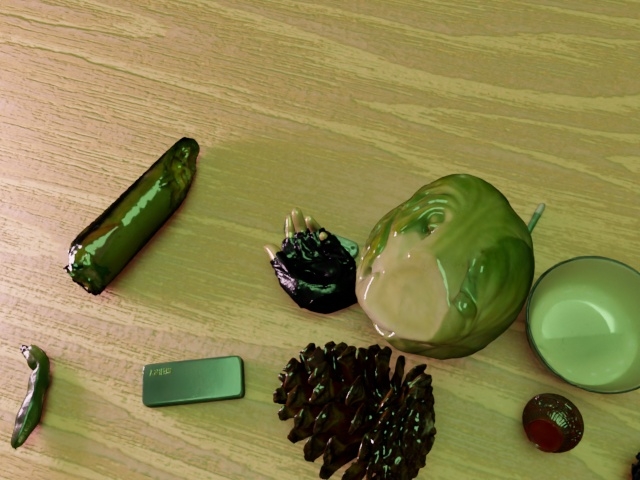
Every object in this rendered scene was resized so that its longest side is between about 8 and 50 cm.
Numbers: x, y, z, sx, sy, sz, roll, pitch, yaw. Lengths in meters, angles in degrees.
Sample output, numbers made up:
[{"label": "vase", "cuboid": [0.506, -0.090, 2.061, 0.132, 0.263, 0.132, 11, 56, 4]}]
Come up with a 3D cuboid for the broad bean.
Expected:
[{"label": "broad bean", "cuboid": [-0.535, 0.282, 1.084, 0.061, 0.046, 0.195, -16, 63, 10]}]

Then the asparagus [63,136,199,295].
[{"label": "asparagus", "cuboid": [-0.358, -0.063, 1.174, 0.108, 0.128, 0.382, 45, 73, -19]}]

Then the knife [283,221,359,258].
[{"label": "knife", "cuboid": [0.000, 0.000, 1.173, 0.162, 0.023, 0.044, 20, 78, 11]}]

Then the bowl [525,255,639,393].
[{"label": "bowl", "cuboid": [0.467, 0.158, 1.025, 0.238, 0.126, 0.238, -1, 68, 3]}]

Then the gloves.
[{"label": "gloves", "cuboid": [-0.019, 0.033, 1.112, 0.164, 0.124, 0.203, -11, 55, -12]}]

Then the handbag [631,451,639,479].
[{"label": "handbag", "cuboid": [0.631, 0.406, 0.926, 0.260, 0.113, 0.162, 0, 75, 2]}]

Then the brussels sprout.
[{"label": "brussels sprout", "cuboid": [0.204, 0.055, 0.979, 0.289, 0.355, 0.281, -39, 82, 29]}]

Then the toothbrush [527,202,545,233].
[{"label": "toothbrush", "cuboid": [0.383, 0.030, 1.139, 0.024, 0.018, 0.257, 27, 73, 20]}]

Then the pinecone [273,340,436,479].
[{"label": "pinecone", "cuboid": [0.053, 0.282, 0.964, 0.292, 0.246, 0.246, 22, 70, 32]}]

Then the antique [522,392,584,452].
[{"label": "antique", "cuboid": [0.393, 0.308, 0.988, 0.104, 0.104, 0.104, -1, 68, 3]}]

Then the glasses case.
[{"label": "glasses case", "cuboid": [-0.233, 0.261, 1.076, 0.184, 0.039, 0.078, -6, 68, 1]}]
